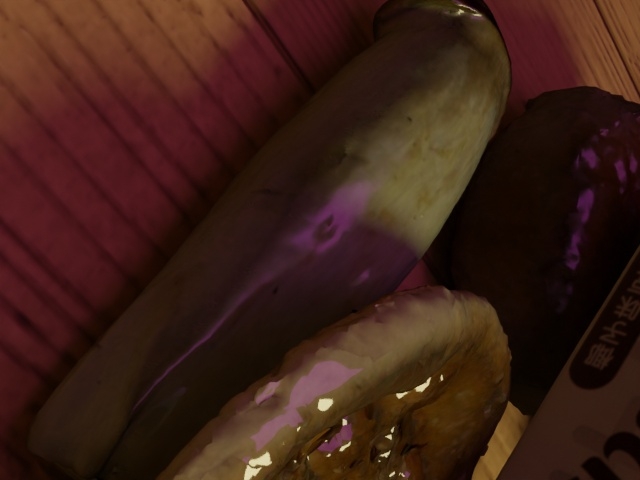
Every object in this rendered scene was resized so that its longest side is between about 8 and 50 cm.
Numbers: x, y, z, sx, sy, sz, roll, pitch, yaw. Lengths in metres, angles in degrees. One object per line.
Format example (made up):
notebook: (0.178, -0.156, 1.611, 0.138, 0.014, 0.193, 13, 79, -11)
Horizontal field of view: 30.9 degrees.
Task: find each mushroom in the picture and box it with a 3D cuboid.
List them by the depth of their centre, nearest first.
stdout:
mushroom: (0.000, 0.000, 0.520, 0.312, 0.081, 0.100, -53, 125, -31)

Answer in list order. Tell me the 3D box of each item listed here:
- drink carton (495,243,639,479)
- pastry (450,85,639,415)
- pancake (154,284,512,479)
drink carton: (0.183, 0.153, 0.538, 0.325, 0.194, 0.132, -55, 139, -13)
pastry: (0.150, 0.008, 0.670, 0.182, 0.093, 0.193, -4, 101, -47)
pancake: (-0.008, 0.134, 0.476, 0.282, 0.049, 0.282, -36, 143, -33)
